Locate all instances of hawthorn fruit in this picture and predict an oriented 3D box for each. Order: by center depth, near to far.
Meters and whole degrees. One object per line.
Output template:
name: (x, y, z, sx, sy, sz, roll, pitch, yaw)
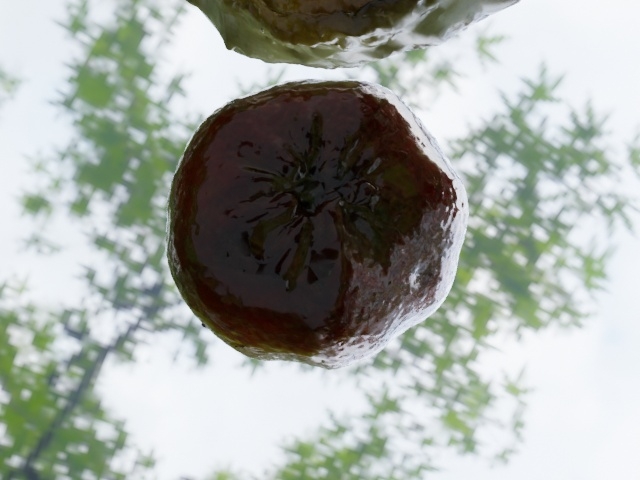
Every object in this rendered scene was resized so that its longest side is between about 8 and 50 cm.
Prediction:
hawthorn fruit: (0.000, 0.000, 1.626, 0.254, 0.300, 0.254, -1, -109, 4)

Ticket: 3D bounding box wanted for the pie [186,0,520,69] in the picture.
pie: (0.052, -0.228, 1.076, 0.315, 0.092, 0.315, -15, -129, 20)
